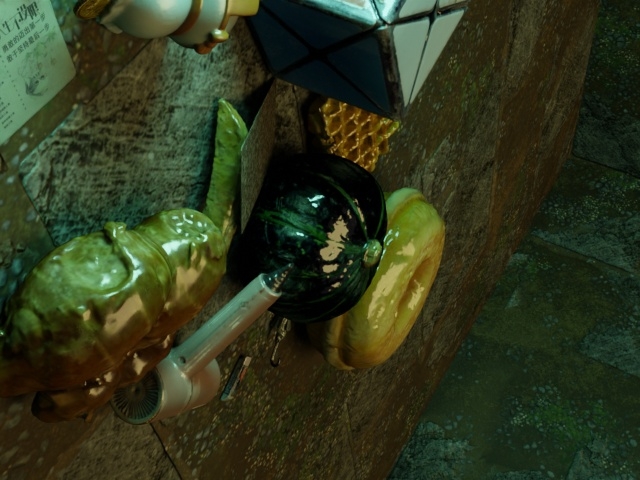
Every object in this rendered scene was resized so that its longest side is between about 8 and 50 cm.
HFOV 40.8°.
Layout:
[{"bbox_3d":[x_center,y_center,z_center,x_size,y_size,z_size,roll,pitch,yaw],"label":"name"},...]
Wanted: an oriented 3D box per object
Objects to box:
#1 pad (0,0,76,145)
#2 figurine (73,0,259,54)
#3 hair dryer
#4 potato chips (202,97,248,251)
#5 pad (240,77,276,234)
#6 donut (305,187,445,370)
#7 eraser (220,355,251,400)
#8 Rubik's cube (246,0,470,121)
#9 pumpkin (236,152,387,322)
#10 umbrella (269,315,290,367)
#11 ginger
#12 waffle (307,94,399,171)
[{"bbox_3d":[-0.353,-0.150,0.872,0.265,0.009,0.160,-53,155,-30],"label":"pad"},{"bbox_3d":[-0.168,-0.280,1.006,0.271,0.143,0.143,-44,148,-47],"label":"figurine"},{"bbox_3d":[-0.153,0.148,1.319,0.344,0.107,0.189,-41,164,18],"label":"hair dryer"},{"bbox_3d":[-0.176,-0.011,1.319,0.057,0.080,0.407,-47,157,-78],"label":"potato chips"},{"bbox_3d":[-0.097,-0.138,1.353,0.235,0.003,0.158,-74,171,-51],"label":"pad"},{"bbox_3d":[0.128,0.089,1.933,0.449,0.198,0.449,-47,151,-37],"label":"donut"},{"bbox_3d":[-0.165,0.271,1.684,0.099,0.019,0.027,-66,158,-6],"label":"eraser"},{"bbox_3d":[0.056,-0.370,1.266,0.255,0.259,0.260,-59,160,-16],"label":"Rubik's cube"},{"bbox_3d":[0.000,0.000,1.514,0.315,0.238,0.315,-41,143,-40],"label":"pumpkin"},{"bbox_3d":[-0.069,0.126,1.757,0.044,0.044,0.269,17,86,-42],"label":"umbrella"},{"bbox_3d":[-0.278,0.098,1.111,0.357,0.152,0.274,-26,154,-57],"label":"ginger"},{"bbox_3d":[0.056,-0.216,1.613,0.283,0.065,0.310,-1,119,-57],"label":"waffle"}]
